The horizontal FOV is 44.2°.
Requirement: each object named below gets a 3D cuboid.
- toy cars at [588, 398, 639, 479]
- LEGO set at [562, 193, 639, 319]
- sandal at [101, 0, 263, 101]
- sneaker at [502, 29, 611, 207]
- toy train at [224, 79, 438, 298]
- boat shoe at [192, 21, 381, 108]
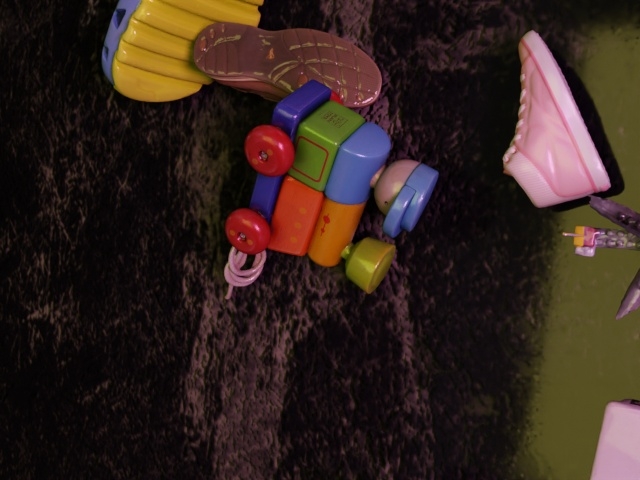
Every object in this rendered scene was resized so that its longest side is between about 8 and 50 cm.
[{"bbox_3d":[0.194,0.210,0.544,0.393,0.087,0.176,-32,76,24],"label":"toy cars"},{"bbox_3d":[0.310,-0.070,0.415,0.255,0.192,0.331,30,103,31],"label":"LEGO set"},{"bbox_3d":[-0.113,-0.279,0.755,0.138,0.126,0.317,44,104,37],"label":"sandal"},{"bbox_3d":[0.161,-0.088,0.596,0.070,0.051,0.134,-24,79,24],"label":"sneaker"},{"bbox_3d":[0.000,0.000,0.684,0.143,0.105,0.248,31,132,13],"label":"toy train"},{"bbox_3d":[-0.026,-0.155,0.719,0.178,0.060,0.064,15,84,16],"label":"boat shoe"}]
